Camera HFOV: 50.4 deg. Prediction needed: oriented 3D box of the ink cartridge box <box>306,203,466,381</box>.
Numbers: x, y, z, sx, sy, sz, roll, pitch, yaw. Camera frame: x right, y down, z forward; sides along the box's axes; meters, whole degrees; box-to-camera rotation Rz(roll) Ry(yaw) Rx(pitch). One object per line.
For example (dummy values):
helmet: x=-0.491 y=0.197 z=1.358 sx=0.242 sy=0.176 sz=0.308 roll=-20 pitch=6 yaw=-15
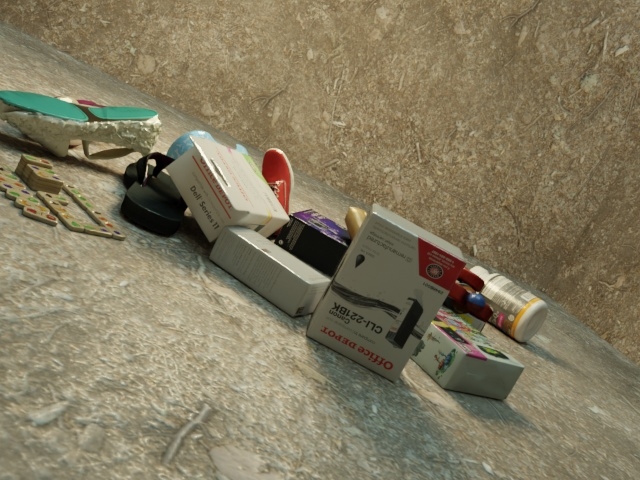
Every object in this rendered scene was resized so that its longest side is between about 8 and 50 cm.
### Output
ink cartridge box: x=0.121 y=0.099 z=1.293 sx=0.196 sy=0.273 sz=0.114 roll=28 pitch=14 yaw=-1

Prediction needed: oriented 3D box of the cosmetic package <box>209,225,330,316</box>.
cosmetic package: x=-0.104 y=0.060 z=1.410 sx=0.231 sy=0.086 sz=0.117 roll=31 pitch=11 yaw=19

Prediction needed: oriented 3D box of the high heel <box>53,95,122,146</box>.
high heel: x=-0.674 y=-0.306 z=1.754 sx=0.181 sy=0.127 sz=0.377 roll=1 pitch=8 yaw=16

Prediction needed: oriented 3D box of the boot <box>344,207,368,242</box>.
boot: x=0.112 y=0.025 z=1.762 sx=0.236 sy=0.089 sz=0.270 roll=53 pitch=16 yaw=-54

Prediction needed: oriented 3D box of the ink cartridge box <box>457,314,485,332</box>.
ink cartridge box: x=0.329 y=0.160 z=2.094 sx=0.307 sy=0.072 sz=0.304 roll=29 pitch=10 yaw=-7

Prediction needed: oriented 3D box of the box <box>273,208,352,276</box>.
box: x=0.000 y=0.000 z=1.924 sx=0.184 sy=0.103 sz=0.261 roll=32 pitch=11 yaw=7

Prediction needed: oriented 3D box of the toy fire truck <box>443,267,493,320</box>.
toy fire truck: x=0.330 y=0.128 z=1.810 sx=0.302 sy=0.169 sz=0.254 roll=35 pitch=0 yaw=-4

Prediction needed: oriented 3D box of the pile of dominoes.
pile of dominoes: x=-0.491 y=-0.089 z=1.253 sx=0.251 sy=0.040 sz=0.196 roll=35 pitch=12 yaw=36

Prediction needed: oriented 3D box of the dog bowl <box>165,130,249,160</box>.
dog bowl: x=-0.314 y=-0.214 z=1.996 sx=0.297 sy=0.166 sz=0.074 roll=16 pitch=28 yaw=-51

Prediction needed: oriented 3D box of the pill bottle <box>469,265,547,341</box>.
pill bottle: x=0.619 y=0.211 z=2.328 sx=0.278 sy=0.162 sz=0.162 roll=35 pitch=13 yaw=38

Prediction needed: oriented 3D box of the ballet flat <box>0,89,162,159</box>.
ballet flat: x=-0.551 y=-0.251 z=1.576 sx=0.408 sy=0.147 sz=0.147 roll=-2 pitch=29 yaw=-44

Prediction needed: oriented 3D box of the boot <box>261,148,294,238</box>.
boot: x=-0.135 y=-0.130 z=1.853 sx=0.088 sy=0.245 sz=0.176 roll=-2 pitch=5 yaw=14

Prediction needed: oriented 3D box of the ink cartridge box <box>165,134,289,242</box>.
ink cartridge box: x=-0.218 y=-0.106 z=1.556 sx=0.207 sy=0.119 sz=0.353 roll=58 pitch=12 yaw=10

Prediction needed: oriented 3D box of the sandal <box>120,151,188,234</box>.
sandal: x=-0.363 y=-0.128 z=1.575 sx=0.167 sy=0.107 sz=0.446 roll=24 pitch=11 yaw=-21

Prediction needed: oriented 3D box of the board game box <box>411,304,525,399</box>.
board game box: x=0.280 y=0.229 z=1.562 sx=0.224 sy=0.098 sz=0.303 roll=20 pitch=12 yaw=-39
